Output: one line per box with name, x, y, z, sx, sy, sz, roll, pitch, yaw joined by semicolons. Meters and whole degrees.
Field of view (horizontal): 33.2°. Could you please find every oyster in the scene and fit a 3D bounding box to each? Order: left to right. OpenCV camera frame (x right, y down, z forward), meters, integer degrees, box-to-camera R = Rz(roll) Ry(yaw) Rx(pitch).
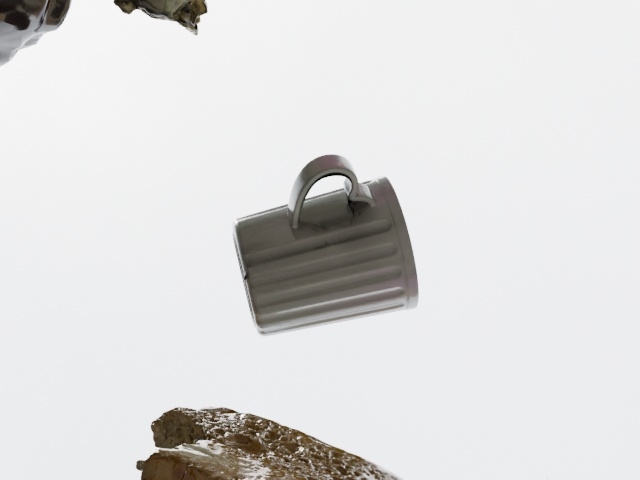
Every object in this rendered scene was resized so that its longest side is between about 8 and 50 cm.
oyster;-0.179;-0.266;1.047;0.166;0.053;0.108;50;-129;-1

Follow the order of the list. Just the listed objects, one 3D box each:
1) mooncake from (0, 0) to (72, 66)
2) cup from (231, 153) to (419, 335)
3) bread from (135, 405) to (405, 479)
mooncake;-0.253;-0.263;0.774;0.283;0.141;0.283;-5;-96;54
cup;-0.002;-0.001;1.300;0.201;0.167;0.221;-14;-76;-5
bread;-0.021;0.229;0.856;0.380;0.185;0.109;16;-80;39
